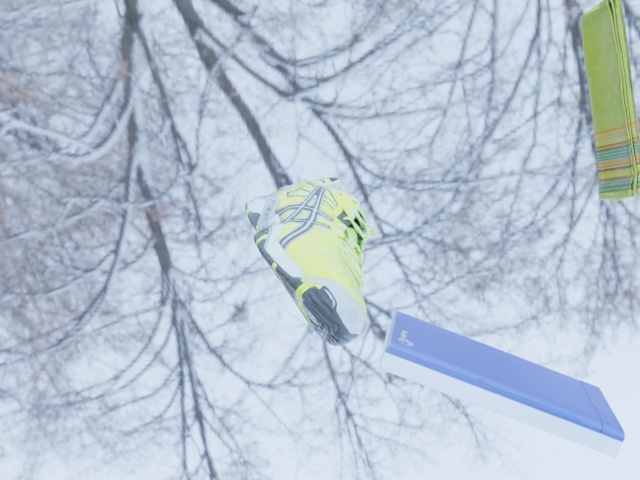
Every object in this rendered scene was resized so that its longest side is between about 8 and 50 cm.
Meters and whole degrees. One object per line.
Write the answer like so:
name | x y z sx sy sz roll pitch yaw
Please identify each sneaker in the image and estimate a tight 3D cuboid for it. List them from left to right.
sneaker | 0.000 0.000 1.199 0.147 0.145 0.385 -30 -152 0

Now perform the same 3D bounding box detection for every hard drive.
hard drive | 0.242 0.190 1.248 0.318 0.040 0.210 20 -170 4

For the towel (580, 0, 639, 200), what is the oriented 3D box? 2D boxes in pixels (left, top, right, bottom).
towel | 0.347 -0.166 1.092 0.021 0.237 0.102 -7 179 -9
